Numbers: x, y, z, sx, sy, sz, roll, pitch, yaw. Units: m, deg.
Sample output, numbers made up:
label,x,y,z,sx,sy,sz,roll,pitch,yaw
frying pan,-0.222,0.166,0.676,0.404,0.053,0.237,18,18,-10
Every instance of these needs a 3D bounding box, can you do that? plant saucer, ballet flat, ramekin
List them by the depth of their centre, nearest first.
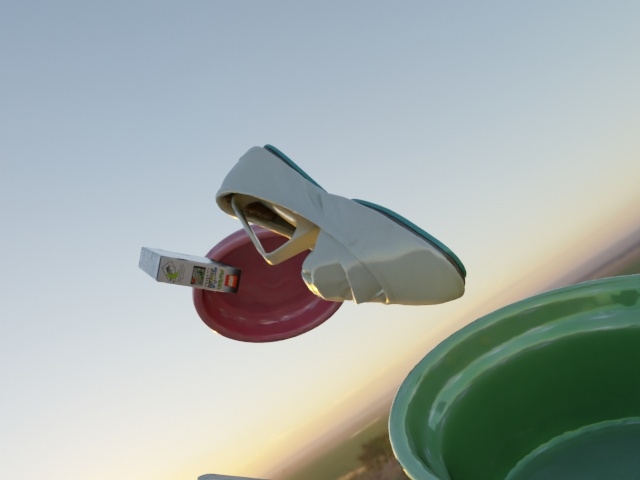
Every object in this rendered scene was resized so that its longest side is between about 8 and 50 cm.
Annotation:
label,x,y,z,sx,sy,sz,roll,pitch,yaw
ramekin,0.216,0.153,0.460,0.303,0.148,0.303,-20,12,5
ballet flat,0.000,0.000,0.811,0.139,0.400,0.139,-25,-49,-32
plant saucer,-0.102,0.078,1.326,0.332,0.084,0.332,-9,-47,-10

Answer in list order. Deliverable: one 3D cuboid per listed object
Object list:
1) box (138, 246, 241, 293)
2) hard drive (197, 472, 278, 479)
label,x,y,z,sx,sy,sz,roll,pitch,yaw
box,-0.200,0.041,0.949,0.114,0.036,0.207,11,-1,-22
hard drive,-0.028,0.355,0.861,0.203,0.040,0.307,3,-23,9
